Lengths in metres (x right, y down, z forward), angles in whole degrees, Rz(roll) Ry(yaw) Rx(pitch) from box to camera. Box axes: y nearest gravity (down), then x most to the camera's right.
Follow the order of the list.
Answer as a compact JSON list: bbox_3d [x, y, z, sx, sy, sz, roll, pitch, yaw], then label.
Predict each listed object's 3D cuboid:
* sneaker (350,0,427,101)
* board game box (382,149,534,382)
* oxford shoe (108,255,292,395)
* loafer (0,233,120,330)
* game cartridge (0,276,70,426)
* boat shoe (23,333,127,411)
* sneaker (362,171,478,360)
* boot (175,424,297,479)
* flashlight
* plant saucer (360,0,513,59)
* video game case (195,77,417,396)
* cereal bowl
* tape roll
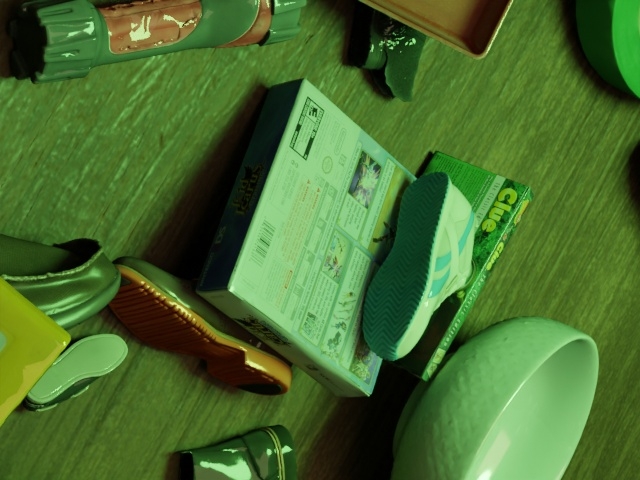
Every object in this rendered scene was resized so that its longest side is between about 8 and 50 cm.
[{"bbox_3d":[0.085,-0.248,1.906,0.089,0.051,0.170,6,100,-37],"label":"sneaker"},{"bbox_3d":[0.131,0.028,1.941,0.260,0.136,0.030,-59,147,-11],"label":"board game box"},{"bbox_3d":[-0.130,0.073,1.798,0.271,0.097,0.098,37,56,-39],"label":"oxford shoe"},{"bbox_3d":[-0.358,0.032,1.578,0.366,0.134,0.130,-9,102,-34],"label":"loafer"},{"bbox_3d":[-0.433,0.093,1.458,0.323,0.052,0.285,41,81,-13],"label":"game cartridge"},{"bbox_3d":[-0.258,0.140,1.735,0.125,0.038,0.046,-34,76,-33],"label":"boat shoe"},{"bbox_3d":[0.120,0.039,1.853,0.092,0.087,0.229,43,58,-37],"label":"sneaker"},{"bbox_3d":[-0.097,0.316,1.876,0.137,0.077,0.198,-7,90,-31],"label":"boot"},{"bbox_3d":[-0.162,-0.230,1.692,0.304,0.103,0.103,-14,108,-34],"label":"flashlight"},{"bbox_3d":[0.118,-0.366,1.834,0.258,0.048,0.259,26,86,-3],"label":"plant saucer"},{"bbox_3d":[0.000,0.000,1.836,0.244,0.061,0.269,39,59,-36],"label":"video game case"},{"bbox_3d":[0.189,0.235,1.987,0.339,0.141,0.339,-39,144,-36],"label":"cereal bowl"},{"bbox_3d":[0.474,-0.327,2.110,0.321,0.077,0.321,-16,122,-28],"label":"tape roll"}]
